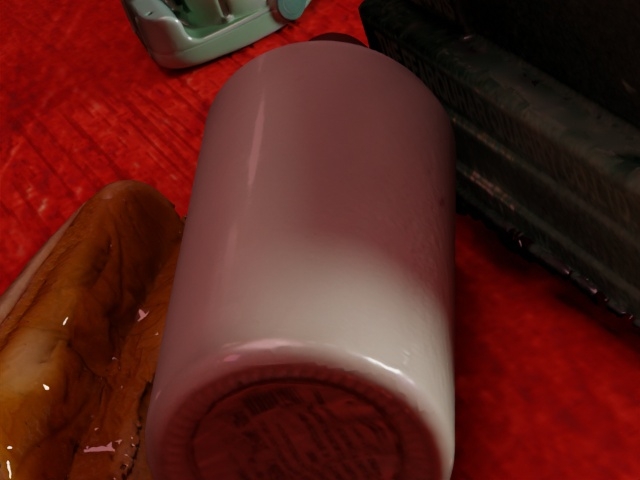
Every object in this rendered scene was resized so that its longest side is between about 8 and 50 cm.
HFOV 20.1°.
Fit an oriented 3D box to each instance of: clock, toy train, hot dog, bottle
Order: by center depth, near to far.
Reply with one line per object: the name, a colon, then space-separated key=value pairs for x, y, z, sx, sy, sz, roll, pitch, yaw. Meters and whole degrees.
hot dog: x=-0.089 y=0.063 z=0.675 sx=0.076 sy=0.102 sz=0.249 roll=-54 pitch=10 yaw=31
bottle: x=0.000 y=0.000 z=0.679 sx=0.104 sy=0.104 sz=0.245 roll=-13 pitch=35 yaw=14
toy train: x=0.109 y=-0.089 z=0.706 sx=0.138 sy=0.178 sz=0.330 roll=-27 pitch=28 yaw=-11
clock: x=-0.048 y=-0.152 z=1.055 sx=0.135 sy=0.041 sz=0.101 roll=-26 pitch=29 yaw=-8
